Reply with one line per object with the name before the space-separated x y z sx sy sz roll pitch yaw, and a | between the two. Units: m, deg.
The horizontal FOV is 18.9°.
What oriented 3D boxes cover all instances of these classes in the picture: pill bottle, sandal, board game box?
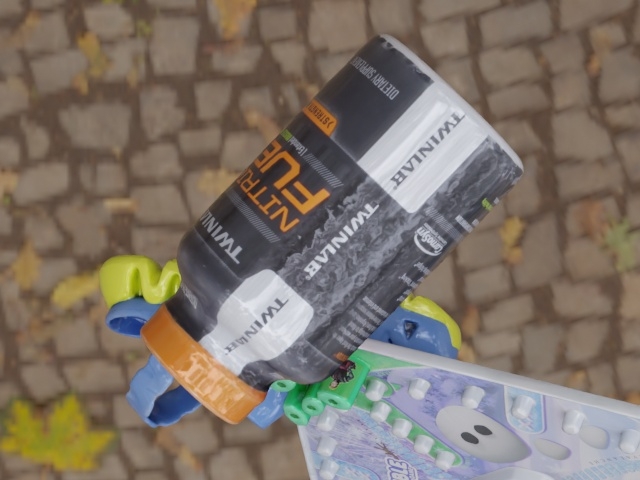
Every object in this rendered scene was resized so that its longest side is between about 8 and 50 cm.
pill bottle | 0.000 0.000 1.200 0.245 0.130 0.130 -47 120 2
sandal | -0.039 0.093 1.588 0.317 0.138 0.126 1 162 21
board game box | 0.162 0.234 1.516 0.390 0.050 0.390 13 146 18
